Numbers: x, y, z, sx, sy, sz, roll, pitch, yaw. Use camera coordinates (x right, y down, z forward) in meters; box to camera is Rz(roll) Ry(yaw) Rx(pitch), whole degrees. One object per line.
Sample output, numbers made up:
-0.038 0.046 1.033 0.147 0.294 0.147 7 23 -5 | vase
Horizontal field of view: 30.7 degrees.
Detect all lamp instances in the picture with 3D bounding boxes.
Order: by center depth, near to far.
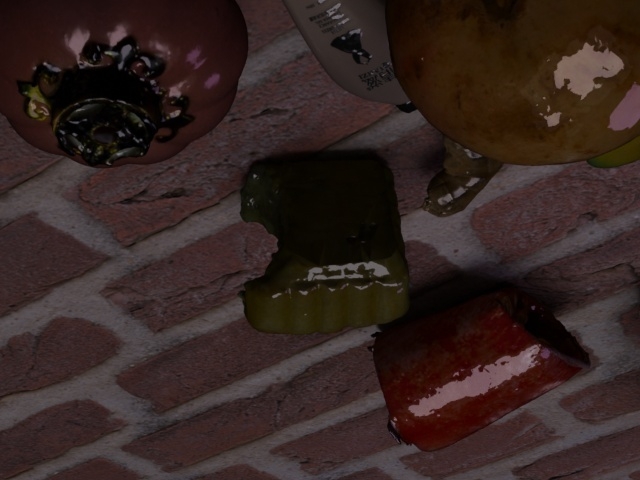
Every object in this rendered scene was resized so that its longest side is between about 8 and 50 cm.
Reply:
-0.230 -0.198 1.281 0.305 0.240 0.305 -2 142 -2 | lamp

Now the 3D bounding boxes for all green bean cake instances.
0.000 0.000 1.569 0.233 0.236 0.124 -5 140 -2 | green bean cake

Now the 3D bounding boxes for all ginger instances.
0.255 -0.145 1.527 0.333 0.081 0.148 -31 131 18 | ginger

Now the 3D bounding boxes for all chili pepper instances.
0.242 0.182 1.876 0.305 0.229 0.251 -34 132 19 | chili pepper

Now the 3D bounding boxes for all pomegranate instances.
0.244 -0.239 1.236 0.338 0.338 0.338 -2 143 -2 | pomegranate

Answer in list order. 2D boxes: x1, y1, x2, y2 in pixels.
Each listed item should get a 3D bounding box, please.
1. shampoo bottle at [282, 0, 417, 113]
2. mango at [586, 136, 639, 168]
0.050 -0.239 1.386 0.127 0.078 0.257 -25 139 24 | shampoo bottle
0.428 -0.165 1.492 0.237 0.091 0.137 -33 153 29 | mango
